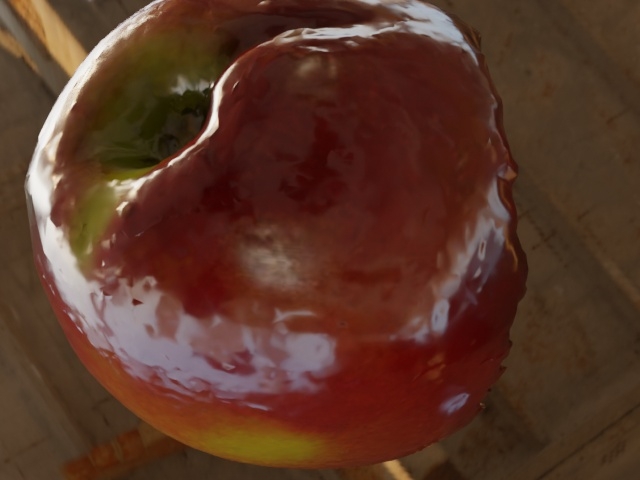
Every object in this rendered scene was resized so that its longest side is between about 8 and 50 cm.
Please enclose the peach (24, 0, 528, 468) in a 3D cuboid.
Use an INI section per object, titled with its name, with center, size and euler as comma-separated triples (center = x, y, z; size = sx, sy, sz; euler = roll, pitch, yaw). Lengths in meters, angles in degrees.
[peach]
center = 0.000, 0.000, 0.498
size = 0.190, 0.226, 0.196
euler = 28, -96, 40
